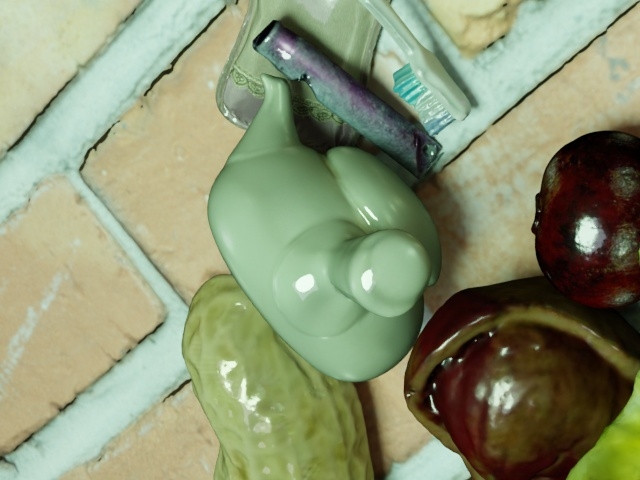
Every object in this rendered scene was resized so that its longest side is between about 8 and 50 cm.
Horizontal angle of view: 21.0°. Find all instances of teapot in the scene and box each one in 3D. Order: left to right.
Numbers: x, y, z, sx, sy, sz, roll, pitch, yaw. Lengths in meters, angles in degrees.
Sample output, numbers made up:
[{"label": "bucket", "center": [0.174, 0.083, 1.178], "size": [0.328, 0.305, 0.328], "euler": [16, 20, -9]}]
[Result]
[{"label": "teapot", "center": [0.023, 0.026, 1.313], "size": [0.149, 0.318, 0.220], "euler": [-39, 125, 6]}]

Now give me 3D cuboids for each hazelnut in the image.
[{"label": "hazelnut", "center": [0.171, 0.115, 1.318], "size": [0.201, 0.160, 0.170], "euler": [29, 138, 15]}]

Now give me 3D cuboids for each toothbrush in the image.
[{"label": "toothbrush", "center": [-0.027, -0.246, 1.306], "size": [0.040, 0.042, 0.418], "euler": [-34, 103, 31]}]

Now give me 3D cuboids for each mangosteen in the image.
[{"label": "mangosteen", "center": [0.224, -0.015, 1.260], "size": [0.140, 0.140, 0.140], "euler": [14, 118, 27]}]

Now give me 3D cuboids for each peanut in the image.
[{"label": "peanut", "center": [-0.035, 0.178, 1.502], "size": [0.153, 0.140, 0.325], "euler": [-2, 109, 51]}]

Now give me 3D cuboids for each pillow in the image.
[{"label": "pillow", "center": [-0.007, -0.176, 1.379], "size": [0.130, 0.038, 0.233], "euler": [23, 121, 11]}]

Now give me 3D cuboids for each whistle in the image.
[{"label": "whistle", "center": [0.022, -0.112, 1.366], "size": [0.176, 0.033, 0.033], "euler": [37, 130, -13]}]

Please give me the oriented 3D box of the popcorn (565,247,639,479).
[{"label": "popcorn", "center": [0.313, 0.148, 1.171], "size": [0.325, 0.290, 0.321], "euler": [-29, 77, 16]}]
